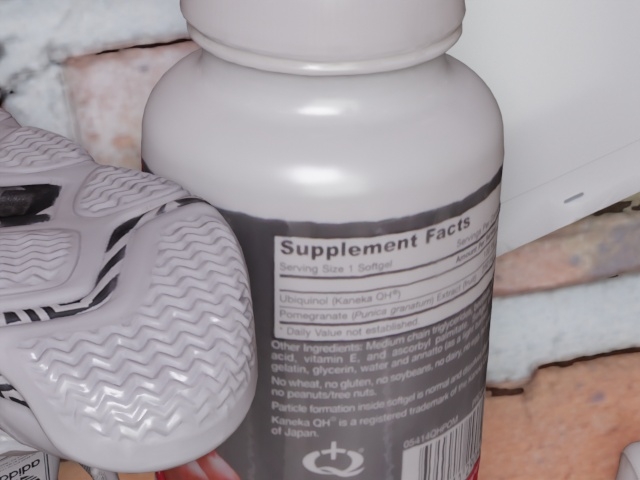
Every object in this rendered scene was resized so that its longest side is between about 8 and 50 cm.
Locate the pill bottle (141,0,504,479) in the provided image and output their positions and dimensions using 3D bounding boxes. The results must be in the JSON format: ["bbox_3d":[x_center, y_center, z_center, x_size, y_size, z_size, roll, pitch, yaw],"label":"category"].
[{"bbox_3d":[0.000,0.000,0.801,0.176,0.176,0.319,-3,117,-7],"label":"pill bottle"}]

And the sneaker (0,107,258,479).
[{"bbox_3d":[-0.133,0.071,0.754,0.137,0.366,0.210,-20,117,-27],"label":"sneaker"}]

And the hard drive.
[{"bbox_3d":[0.083,-0.150,0.869,0.203,0.040,0.307,-25,108,-1],"label":"hard drive"}]

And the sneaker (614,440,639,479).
[{"bbox_3d":[0.168,0.229,0.967,0.115,0.090,0.232,3,105,-5],"label":"sneaker"}]
